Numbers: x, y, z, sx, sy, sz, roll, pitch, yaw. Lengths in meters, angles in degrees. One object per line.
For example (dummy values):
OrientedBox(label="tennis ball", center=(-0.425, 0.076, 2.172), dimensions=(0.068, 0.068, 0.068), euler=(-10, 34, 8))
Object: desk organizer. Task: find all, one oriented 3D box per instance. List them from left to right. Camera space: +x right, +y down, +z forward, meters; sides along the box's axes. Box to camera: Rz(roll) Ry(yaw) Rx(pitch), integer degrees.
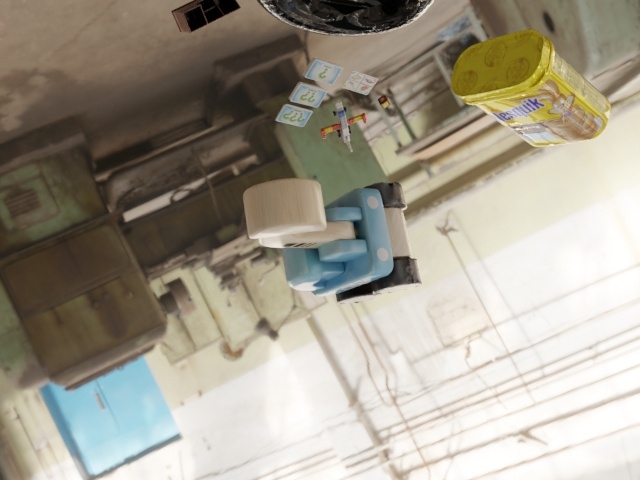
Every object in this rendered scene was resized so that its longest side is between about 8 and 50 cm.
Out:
OrientedBox(label="desk organizer", center=(-0.233, -0.474, 1.341), dimensions=(0.130, 0.047, 0.050), euler=(-35, -144, -21))

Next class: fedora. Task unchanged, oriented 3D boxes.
OrientedBox(label="fedora", center=(0.041, -0.482, 1.112), dimensions=(0.334, 0.152, 0.334), euler=(0, 168, 0))

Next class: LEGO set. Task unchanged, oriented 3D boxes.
OrientedBox(label="LEGO set", center=(0.045, -0.302, 1.487), dimensions=(0.244, 0.060, 0.182), euler=(7, 136, -36))

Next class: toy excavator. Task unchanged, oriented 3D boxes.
OrientedBox(label="toy excavator", center=(0.000, 0.000, 1.276), dimensions=(0.445, 0.222, 0.433), euler=(-3, 166, -32))

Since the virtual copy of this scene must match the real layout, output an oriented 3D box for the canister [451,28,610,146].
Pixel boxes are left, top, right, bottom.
OrientedBox(label="canister", center=(0.265, -0.182, 0.812), dimensions=(0.170, 0.073, 0.126), euler=(22, 166, -37))
